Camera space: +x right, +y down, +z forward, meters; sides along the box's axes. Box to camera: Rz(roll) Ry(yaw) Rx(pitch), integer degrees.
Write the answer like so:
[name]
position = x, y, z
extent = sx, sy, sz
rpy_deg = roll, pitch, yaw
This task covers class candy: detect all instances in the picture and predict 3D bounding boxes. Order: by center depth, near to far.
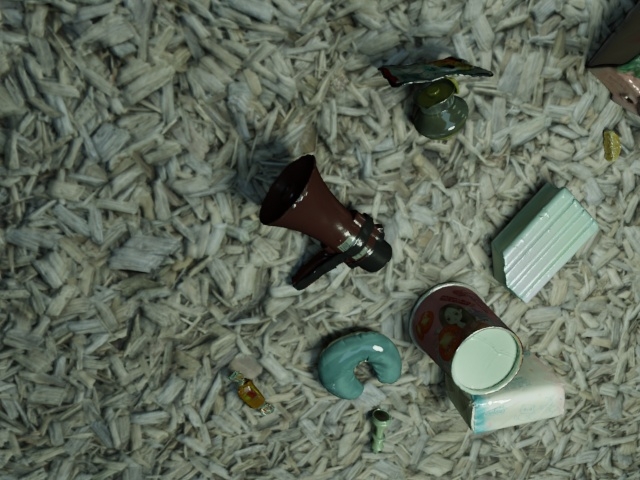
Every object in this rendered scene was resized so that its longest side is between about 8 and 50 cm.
[candy]
position = -0.194, 0.418, 1.242
extent = 0.053, 0.046, 0.182
rpy_deg = -35, 113, -2

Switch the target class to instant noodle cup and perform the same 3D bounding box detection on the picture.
[instant noodle cup]
position = 0.388, 0.264, 1.201
extent = 0.243, 0.231, 0.243
rpy_deg = -3, 107, -9

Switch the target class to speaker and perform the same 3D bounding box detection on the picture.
[speaker]
position = 0.002, -0.001, 1.092
extent = 0.329, 0.198, 0.259
rpy_deg = 43, 82, -26

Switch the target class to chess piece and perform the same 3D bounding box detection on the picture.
[chess piece]
position = 0.174, 0.580, 1.350
extent = 0.059, 0.059, 0.149
rpy_deg = 1, 113, -10

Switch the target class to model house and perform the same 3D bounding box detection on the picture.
[model house]
position = 0.843, -0.440, 1.093
extent = 0.237, 0.202, 0.237
rpy_deg = 36, 97, -16

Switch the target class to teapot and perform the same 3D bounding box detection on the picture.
[teapot]
position = 0.287, -0.323, 1.074
extent = 0.166, 0.130, 0.119
rpy_deg = -61, 141, -22

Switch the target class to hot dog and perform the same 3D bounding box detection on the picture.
[hot dog]
position = 0.793, -0.259, 1.226
extent = 0.034, 0.030, 0.090
rpy_deg = -19, 108, -5

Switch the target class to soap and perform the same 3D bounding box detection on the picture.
[soap]
position = 0.590, 0.007, 1.233
extent = 0.173, 0.095, 0.289
rpy_deg = 39, 97, -18

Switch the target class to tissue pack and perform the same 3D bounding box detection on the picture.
[tissue pack]
position = 0.513, 0.419, 1.282
extent = 0.271, 0.201, 0.124
rpy_deg = -8, 114, -7

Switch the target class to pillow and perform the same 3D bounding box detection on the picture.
[pillow]
position = 0.108, 0.350, 1.255
extent = 0.233, 0.086, 0.214
rpy_deg = -25, 113, 0

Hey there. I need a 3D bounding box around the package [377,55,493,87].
[package]
position = 0.256, -0.386, 1.023
extent = 0.232, 0.166, 0.040
rpy_deg = -5, 123, -5
